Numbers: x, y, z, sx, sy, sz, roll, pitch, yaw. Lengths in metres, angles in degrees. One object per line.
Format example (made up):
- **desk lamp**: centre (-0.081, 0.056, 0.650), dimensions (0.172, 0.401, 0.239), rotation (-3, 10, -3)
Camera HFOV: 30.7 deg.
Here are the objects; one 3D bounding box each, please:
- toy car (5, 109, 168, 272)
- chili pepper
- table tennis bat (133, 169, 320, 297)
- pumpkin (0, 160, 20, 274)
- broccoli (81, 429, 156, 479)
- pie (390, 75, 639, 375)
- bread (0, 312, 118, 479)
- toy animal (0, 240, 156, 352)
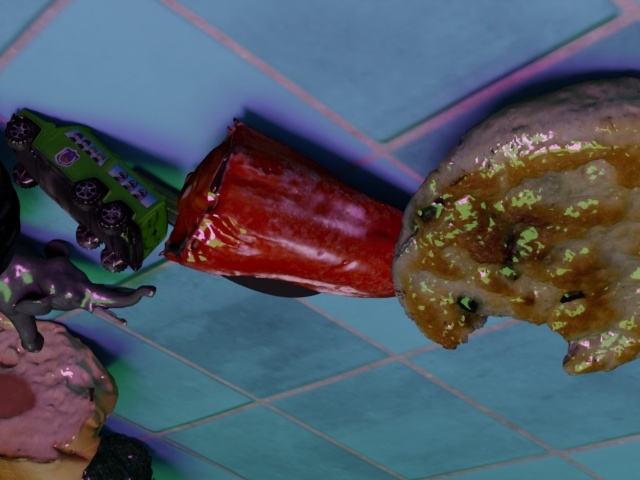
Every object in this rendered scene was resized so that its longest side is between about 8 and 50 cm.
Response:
- **toy car**: centre (-0.196, -0.047, 0.974), dimensions (0.165, 0.062, 0.071), rotation (40, 151, 19)
- **chili pepper**: centre (0.000, 0.000, 0.953), dimensions (0.252, 0.136, 0.144), rotation (19, 123, -21)
- **table tennis bat**: centre (-0.082, -0.004, 1.060), dimensions (0.220, 0.019, 0.130), rotation (29, 146, -24)
- **pumpkin**: centre (-0.353, -0.036, 1.014), dimensions (0.202, 0.140, 0.202), rotation (22, 143, 17)
- **broccoli**: centre (-0.340, 0.393, 1.593), dimensions (0.297, 0.297, 0.297), rotation (16, 174, -1)
- **pie**: centre (0.198, 0.000, 0.860), dimensions (0.302, 0.067, 0.302), rotation (2, 141, 2)
- **bread**: centre (-0.345, 0.179, 1.317), dimensions (0.224, 0.183, 0.211), rotation (30, 145, -27)
- **toy animal**: centre (-0.293, 0.050, 1.179), dimensions (0.269, 0.082, 0.137), rotation (14, 150, 4)
